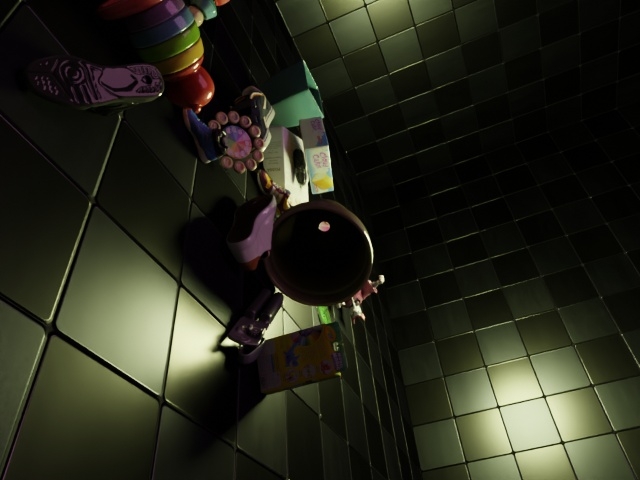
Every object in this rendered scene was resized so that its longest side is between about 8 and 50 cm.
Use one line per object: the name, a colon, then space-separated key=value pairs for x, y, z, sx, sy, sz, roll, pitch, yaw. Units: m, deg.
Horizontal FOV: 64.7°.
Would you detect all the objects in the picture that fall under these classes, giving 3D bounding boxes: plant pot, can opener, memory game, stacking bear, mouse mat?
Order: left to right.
stacking bear: x=-0.344 y=-0.435 z=1.161 sx=0.175 sy=0.164 sz=0.289 roll=-93 pitch=164 yaw=-48
memory game: x=-0.237 y=-0.279 z=1.430 sx=0.186 sy=0.012 sz=0.186 roll=10 pitch=72 yaw=-35
can opener: x=-0.158 y=0.210 z=1.258 sx=0.283 sy=0.076 sz=0.095 roll=-57 pitch=159 yaw=-74
plant pot: x=-0.133 y=-0.540 z=1.940 sx=0.165 sy=0.234 sz=0.165 roll=53 pitch=24 yaw=-54
plant pot: x=0.000 y=0.000 z=1.587 sx=0.280 sy=0.323 sz=0.323 roll=-79 pitch=148 yaw=-67
mouse mat: x=0.011 y=0.272 z=1.932 sx=0.152 sy=0.007 sz=0.189 roll=9 pitch=62 yaw=-75

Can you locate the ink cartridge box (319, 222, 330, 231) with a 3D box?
ink cartridge box: x=0.049 y=-0.040 z=2.130 sx=0.371 sy=0.176 sz=0.069 roll=-69 pitch=168 yaw=-71

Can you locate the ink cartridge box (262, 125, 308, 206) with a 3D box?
ink cartridge box: x=-0.129 y=-0.215 z=1.936 sx=0.308 sy=0.091 sz=0.384 roll=4 pitch=85 yaw=-76

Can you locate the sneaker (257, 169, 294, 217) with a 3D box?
sneaker: x=-0.147 y=-0.169 z=1.717 sx=0.069 sy=0.084 sz=0.185 roll=-88 pitch=156 yaw=-55

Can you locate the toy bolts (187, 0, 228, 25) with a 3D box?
toy bolts: x=-0.400 y=-0.749 z=1.486 sx=0.218 sy=0.158 sz=0.228 roll=25 pitch=-17 yaw=49

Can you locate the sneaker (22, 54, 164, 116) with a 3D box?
sneaker: x=-0.399 y=-0.258 z=0.871 sx=0.227 sy=0.130 sz=0.087 roll=-23 pitch=100 yaw=-49

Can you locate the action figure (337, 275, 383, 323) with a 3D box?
action figure: x=0.111 y=0.181 z=2.210 sx=0.276 sy=0.248 sz=0.370 roll=-7 pitch=-89 yaw=63

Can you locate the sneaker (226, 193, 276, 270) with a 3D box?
sneaker: x=-0.181 y=-0.022 z=1.392 sx=0.290 sy=0.106 sz=0.123 roll=-71 pitch=149 yaw=-55

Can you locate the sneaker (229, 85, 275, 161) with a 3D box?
sneaker: x=-0.228 y=-0.373 z=1.586 sx=0.127 sy=0.126 sz=0.321 roll=55 pitch=22 yaw=-34

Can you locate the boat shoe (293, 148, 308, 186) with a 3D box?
boat shoe: x=-0.079 y=-0.271 z=1.874 sx=0.040 sy=0.049 sz=0.142 roll=0 pitch=81 yaw=-70

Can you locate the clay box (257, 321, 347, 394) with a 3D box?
clay box: x=-0.044 y=0.286 z=1.233 sx=0.053 sy=0.222 sz=0.127 roll=53 pitch=23 yaw=-61

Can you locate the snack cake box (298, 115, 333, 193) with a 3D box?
snack cake box: x=-0.014 y=-0.319 z=1.917 sx=0.264 sy=0.089 sz=0.152 roll=79 pitch=1 yaw=-58

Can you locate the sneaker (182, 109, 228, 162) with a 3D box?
sneaker: x=-0.290 y=-0.283 z=1.301 sx=0.058 sy=0.085 sz=0.152 roll=-48 pitch=118 yaw=-74
